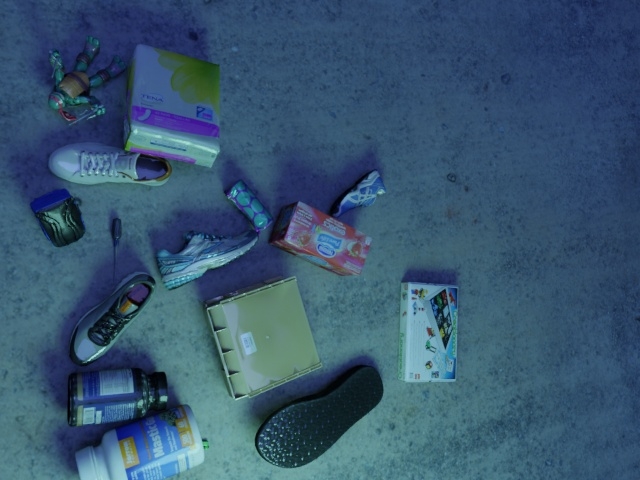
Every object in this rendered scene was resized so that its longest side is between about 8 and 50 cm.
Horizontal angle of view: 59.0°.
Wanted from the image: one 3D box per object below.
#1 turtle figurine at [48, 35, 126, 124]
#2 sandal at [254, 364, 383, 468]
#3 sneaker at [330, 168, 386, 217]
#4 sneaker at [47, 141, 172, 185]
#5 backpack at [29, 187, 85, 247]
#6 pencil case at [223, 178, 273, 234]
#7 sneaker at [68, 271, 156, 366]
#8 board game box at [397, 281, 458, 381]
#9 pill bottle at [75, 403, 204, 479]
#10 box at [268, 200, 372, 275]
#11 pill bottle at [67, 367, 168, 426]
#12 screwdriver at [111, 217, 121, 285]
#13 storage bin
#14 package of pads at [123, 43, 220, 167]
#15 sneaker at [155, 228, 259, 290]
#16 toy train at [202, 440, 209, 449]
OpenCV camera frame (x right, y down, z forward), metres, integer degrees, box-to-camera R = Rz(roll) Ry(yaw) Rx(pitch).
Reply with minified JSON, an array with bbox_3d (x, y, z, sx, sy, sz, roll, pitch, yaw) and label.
[{"bbox_3d":[-0.589,-0.385,1.371,0.175,0.118,0.234,49,51,-29],"label":"turtle figurine"},{"bbox_3d":[-0.003,0.494,1.593,0.445,0.107,0.168,-18,92,-38],"label":"sandal"},{"bbox_3d":[0.118,-0.130,1.705,0.211,0.080,0.081,-40,99,-22],"label":"sneaker"},{"bbox_3d":[-0.510,-0.193,1.389,0.289,0.123,0.106,0,87,-24],"label":"sneaker"},{"bbox_3d":[-0.615,-0.054,1.340,0.097,0.101,0.120,-27,129,-21],"label":"backpack"},{"bbox_3d":[-0.197,-0.092,1.560,0.152,0.064,0.070,50,52,-13],"label":"pencil case"},{"bbox_3d":[-0.502,0.184,1.367,0.100,0.108,0.272,44,71,-18],"label":"sneaker"},{"bbox_3d":[0.343,0.289,1.790,0.192,0.053,0.306,6,83,-24],"label":"board game box"},{"bbox_3d":[-0.428,0.506,1.346,0.271,0.152,0.153,-14,92,-24],"label":"pill bottle"},{"bbox_3d":[0.000,0.000,1.611,0.256,0.128,0.123,26,75,-22],"label":"box"},{"bbox_3d":[-0.483,0.369,1.350,0.219,0.122,0.123,1,85,-26],"label":"pill bottle"},{"bbox_3d":[-0.517,0.029,1.427,0.024,0.025,0.170,3,93,-26],"label":"screwdriver"},{"bbox_3d":[-0.160,0.255,1.516,0.260,0.123,0.263,-18,93,-25],"label":"storage bin"},{"bbox_3d":[-0.375,-0.342,1.431,0.229,0.101,0.297,9,58,-25],"label":"package of pads"},{"bbox_3d":[-0.295,0.019,1.481,0.283,0.110,0.122,-27,94,-25],"label":"sneaker"},{"bbox_3d":[-0.330,0.531,1.468,0.083,0.017,0.024,9,72,-25],"label":"toy train"}]
